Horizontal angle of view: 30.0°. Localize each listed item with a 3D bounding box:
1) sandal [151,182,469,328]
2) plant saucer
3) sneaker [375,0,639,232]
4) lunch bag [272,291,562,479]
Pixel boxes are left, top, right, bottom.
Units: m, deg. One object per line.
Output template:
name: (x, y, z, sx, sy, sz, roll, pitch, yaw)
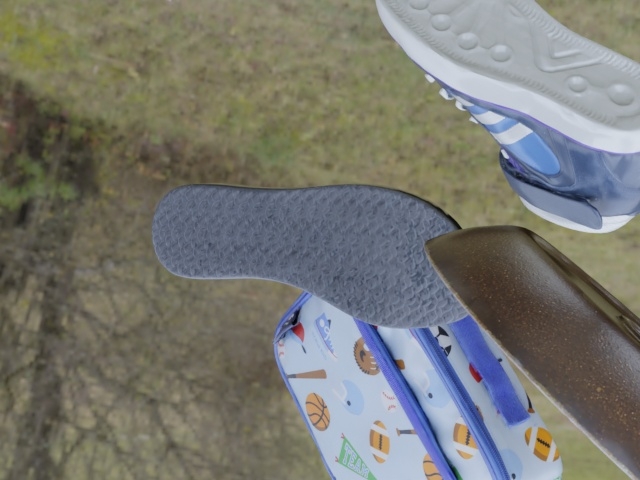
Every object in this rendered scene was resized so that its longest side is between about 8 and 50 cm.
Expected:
sandal: (0.000, -0.001, 0.872, 0.254, 0.097, 0.054, 13, -173, 22)
plant saucer: (0.191, 0.088, 0.692, 0.310, 0.050, 0.310, 41, -170, -8)
sneaker: (0.188, -0.125, 1.201, 0.322, 0.130, 0.236, 33, 156, 19)
lunch bag: (0.081, 0.142, 1.130, 0.115, 0.303, 0.243, -19, 161, -36)
